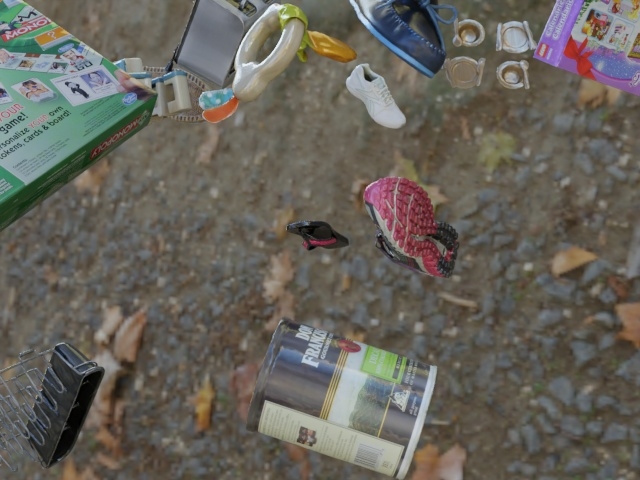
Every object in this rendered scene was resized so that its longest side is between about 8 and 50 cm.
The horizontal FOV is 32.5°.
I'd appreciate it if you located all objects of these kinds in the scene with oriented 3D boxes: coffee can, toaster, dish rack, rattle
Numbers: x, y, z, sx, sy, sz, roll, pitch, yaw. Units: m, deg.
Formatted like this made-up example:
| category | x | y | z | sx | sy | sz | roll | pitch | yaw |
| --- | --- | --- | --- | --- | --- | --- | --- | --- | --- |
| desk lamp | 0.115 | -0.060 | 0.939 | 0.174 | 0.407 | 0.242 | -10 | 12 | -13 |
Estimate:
| category | x | y | z | sx | sy | sz | roll | pitch | yaw |
| --- | --- | --- | --- | --- | --- | --- | --- | --- | --- |
| coffee can | 0.036 | 0.265 | 1.841 | 0.201 | 0.275 | 0.201 | 18 | -90 | -86 |
| toaster | -0.168 | -0.370 | 1.931 | 0.185 | 0.110 | 0.168 | -63 | -7 | 35 |
| dish rack | -0.410 | 0.238 | 1.337 | 0.074 | 0.271 | 0.208 | 45 | 131 | 21 |
| rattle | -0.065 | -0.227 | 1.565 | 0.130 | 0.143 | 0.199 | 26 | 87 | 39 |

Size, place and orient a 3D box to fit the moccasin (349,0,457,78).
| category | x | y | z | sx | sy | sz | roll | pitch | yaw |
| --- | --- | --- | --- | --- | --- | --- | --- | --- | --- |
| moccasin | 0.130 | -0.376 | 1.769 | 0.117 | 0.138 | 0.342 | -47 | 34 | 15 |

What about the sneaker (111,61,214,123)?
| category | x | y | z | sx | sy | sz | roll | pitch | yaw |
| --- | --- | --- | --- | --- | --- | --- | --- | --- | --- |
| sneaker | -0.299 | -0.293 | 2.237 | 0.282 | 0.153 | 0.099 | 18 | 91 | 25 |

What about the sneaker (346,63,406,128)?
| category | x | y | z | sx | sy | sz | roll | pitch | yaw |
| --- | --- | --- | --- | --- | --- | --- | --- | --- | --- |
| sneaker | 0.111 | -0.279 | 2.126 | 0.152 | 0.054 | 0.061 | 47 | 142 | 13 |

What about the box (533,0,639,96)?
| category | x | y | z | sx | sy | sz | roll | pitch | yaw |
| --- | --- | --- | --- | --- | --- | --- | --- | --- | --- |
| box | 0.474 | -0.330 | 1.662 | 0.057 | 0.293 | 0.200 | 38 | 112 | 49 |

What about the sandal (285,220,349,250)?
| category | x | y | z | sx | sy | sz | roll | pitch | yaw |
| --- | --- | --- | --- | --- | --- | --- | --- | --- | --- |
| sandal | 0.000 | 0.000 | 1.971 | 0.067 | 0.179 | 0.040 | -10 | 72 | 27 |

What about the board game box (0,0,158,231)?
| category | x | y | z | sx | sy | sz | roll | pitch | yaw |
| --- | --- | --- | --- | --- | --- | --- | --- | --- | --- |
| board game box | -0.322 | -0.107 | 0.963 | 0.213 | 0.317 | 0.046 | 35 | 134 | 9 |

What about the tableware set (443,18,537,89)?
| category | x | y | z | sx | sy | sz | roll | pitch | yaw |
| --- | --- | --- | --- | --- | --- | --- | --- | --- | --- |
| tableware set | 0.298 | -0.327 | 1.924 | 0.020 | 0.169 | 0.141 | 94 | 179 | -70 |

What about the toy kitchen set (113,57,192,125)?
| category | x | y | z | sx | sy | sz | roll | pitch | yaw |
| --- | --- | --- | --- | --- | --- | --- | --- | --- | --- |
| toy kitchen set | -0.337 | -0.260 | 1.857 | 0.207 | 0.166 | 0.122 | -9 | 91 | 50 |

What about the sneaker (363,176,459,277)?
| category | x | y | z | sx | sy | sz | roll | pitch | yaw |
| --- | --- | --- | --- | --- | --- | --- | --- | --- | --- |
| sneaker | 0.139 | -0.013 | 1.888 | 0.112 | 0.299 | 0.120 | 6 | 68 | 29 |
